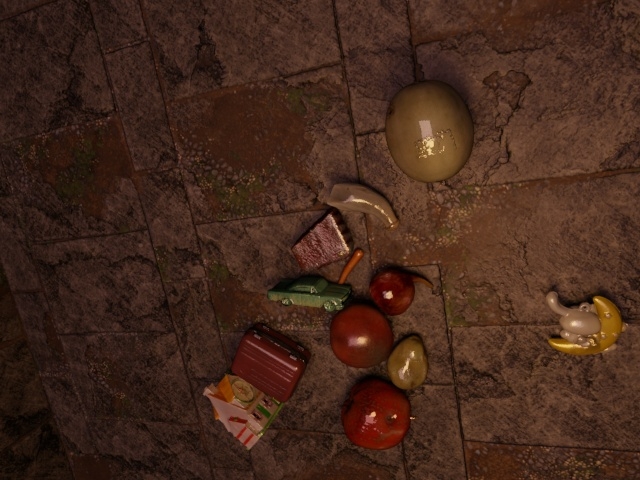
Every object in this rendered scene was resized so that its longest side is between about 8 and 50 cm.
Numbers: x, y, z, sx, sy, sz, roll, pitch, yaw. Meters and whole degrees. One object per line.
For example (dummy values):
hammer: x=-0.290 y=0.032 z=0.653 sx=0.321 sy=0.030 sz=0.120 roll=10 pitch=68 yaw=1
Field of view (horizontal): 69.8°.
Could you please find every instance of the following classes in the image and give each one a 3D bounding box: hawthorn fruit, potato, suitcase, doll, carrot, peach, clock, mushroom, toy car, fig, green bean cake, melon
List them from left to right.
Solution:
clock: x=-0.347 y=0.704 z=1.992 sx=0.309 sy=0.235 sz=0.166 roll=39 pitch=113 yaw=6
suitcase: x=-0.209 y=0.510 z=1.928 sx=0.297 sy=0.161 sz=0.236 roll=28 pitch=112 yaw=9
toy car: x=-0.042 y=0.199 z=1.778 sx=0.321 sy=0.141 sz=0.097 roll=4 pitch=109 yaw=23
green bean cake: x=0.000 y=0.000 z=1.743 sx=0.233 sy=0.097 sz=0.198 roll=-26 pitch=97 yaw=24
carrot: x=0.109 y=0.109 z=1.773 sx=0.037 sy=0.037 sz=0.190 roll=35 pitch=117 yaw=7
peach: x=0.155 y=0.356 z=1.709 sx=0.252 sy=0.252 sz=0.252 roll=5 pitch=107 yaw=18
mushroom: x=0.166 y=-0.130 z=1.648 sx=0.270 sy=0.103 sz=0.118 roll=24 pitch=111 yaw=6
hawthorn fruit: x=0.228 y=0.672 z=1.774 sx=0.300 sy=0.275 sz=0.275 roll=5 pitch=107 yaw=7
fig: x=0.283 y=0.168 z=1.669 sx=0.207 sy=0.175 sz=0.175 roll=-35 pitch=92 yaw=10
potato: x=0.332 y=0.453 z=1.730 sx=0.157 sy=0.157 sz=0.194 roll=15 pitch=108 yaw=15
melon: x=0.340 y=-0.329 z=1.437 sx=0.268 sy=0.268 sz=0.330 roll=-9 pitch=110 yaw=21
doll: x=0.867 y=0.274 z=1.514 sx=0.252 sy=0.111 sz=0.237 roll=4 pitch=122 yaw=17
